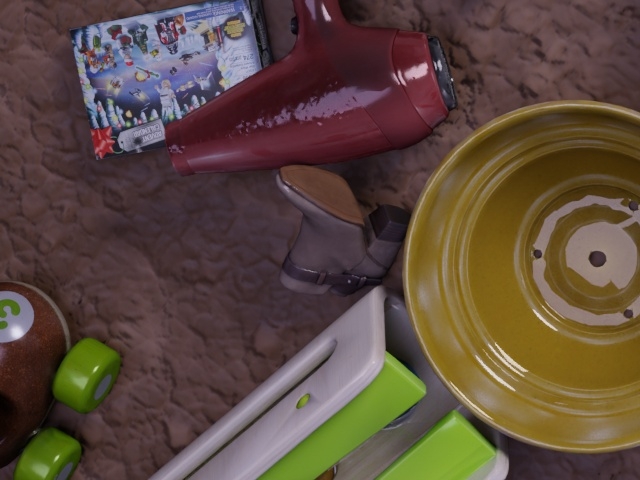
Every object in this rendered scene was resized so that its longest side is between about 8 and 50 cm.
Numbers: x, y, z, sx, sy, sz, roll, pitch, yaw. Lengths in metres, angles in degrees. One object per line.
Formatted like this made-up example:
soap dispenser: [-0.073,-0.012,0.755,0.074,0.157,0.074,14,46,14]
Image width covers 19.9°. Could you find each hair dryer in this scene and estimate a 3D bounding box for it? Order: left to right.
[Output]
hair dryer: [0.002,-0.155,1.185,0.223,0.080,0.293,36,94,14]

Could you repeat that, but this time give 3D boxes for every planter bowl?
planter bowl: [0.167,0.018,1.142,0.217,0.090,0.217,3,99,18]

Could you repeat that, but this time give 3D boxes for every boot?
boot: [0.000,0.000,1.196,0.118,0.042,0.087,22,131,-29]

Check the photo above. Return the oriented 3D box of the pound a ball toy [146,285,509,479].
pound a ball toy: [-0.006,0.202,1.235,0.208,0.136,0.319,41,112,-18]

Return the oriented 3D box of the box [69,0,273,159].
box: [-0.098,-0.112,1.250,0.137,0.027,0.094,-9,97,21]

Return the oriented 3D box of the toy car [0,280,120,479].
toy car: [-0.258,0.111,1.259,0.155,0.188,0.149,29,108,13]
